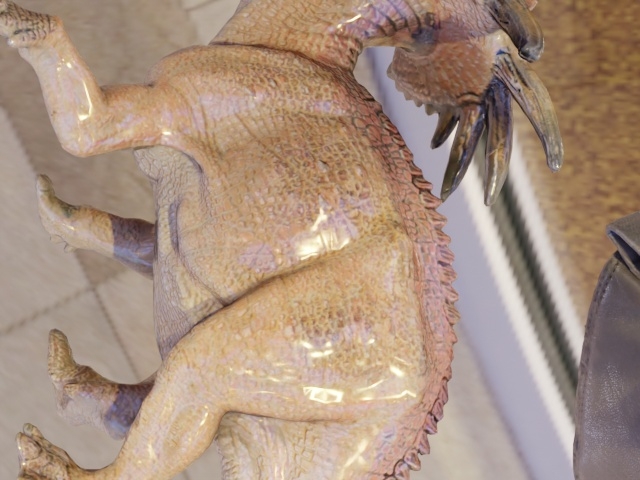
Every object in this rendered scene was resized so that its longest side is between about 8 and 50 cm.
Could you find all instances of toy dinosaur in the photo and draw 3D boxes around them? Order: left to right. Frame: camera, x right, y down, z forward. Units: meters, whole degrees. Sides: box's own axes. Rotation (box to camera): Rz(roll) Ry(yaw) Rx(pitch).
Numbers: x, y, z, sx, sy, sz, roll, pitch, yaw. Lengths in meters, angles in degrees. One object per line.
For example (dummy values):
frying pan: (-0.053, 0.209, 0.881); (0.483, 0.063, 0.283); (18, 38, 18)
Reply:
toy dinosaur: (0.000, 0.000, 0.640); (0.200, 0.127, 0.295); (-5, 82, 0)

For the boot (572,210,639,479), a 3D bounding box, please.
boot: (0.178, 0.136, 0.668); (0.091, 0.229, 0.263); (-21, 122, -28)
